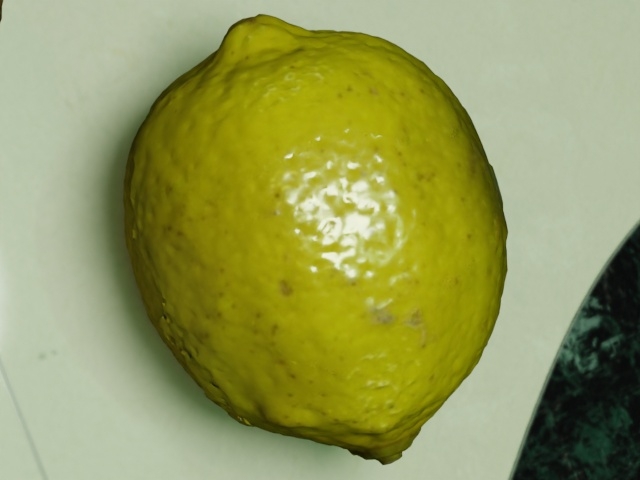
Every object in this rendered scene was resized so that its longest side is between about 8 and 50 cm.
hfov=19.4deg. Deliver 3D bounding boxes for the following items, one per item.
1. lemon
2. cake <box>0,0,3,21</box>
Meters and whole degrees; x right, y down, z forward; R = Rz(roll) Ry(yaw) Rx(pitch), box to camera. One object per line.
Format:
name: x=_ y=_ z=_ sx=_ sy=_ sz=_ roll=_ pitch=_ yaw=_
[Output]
lemon: x=0.000 y=0.000 z=1.243 sx=0.253 sy=0.253 sz=0.310 roll=-23 pitch=97 yaw=-23
cake: x=-0.331 y=-0.123 z=1.087 sx=0.255 sy=0.290 sz=0.282 roll=21 pitch=77 yaw=-21
